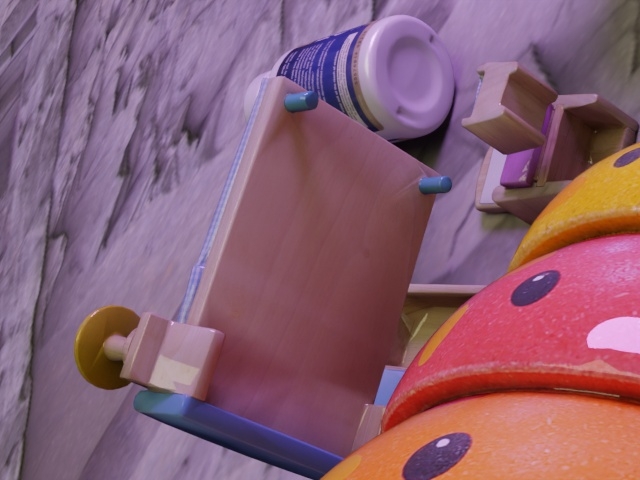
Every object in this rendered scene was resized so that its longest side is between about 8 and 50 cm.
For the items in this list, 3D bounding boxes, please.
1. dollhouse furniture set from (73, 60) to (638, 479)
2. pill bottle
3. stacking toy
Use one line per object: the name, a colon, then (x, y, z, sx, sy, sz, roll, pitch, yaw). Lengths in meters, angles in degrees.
dollhouse furniture set: (0.000, 0.000, 0.774, 0.198, 0.303, 0.286, -1, 68, 50)
pill bottle: (0.016, -0.117, 1.004, 0.169, 0.094, 0.094, -8, 63, 49)
stacking toy: (0.174, 0.070, 0.582, 0.351, 0.350, 0.480, -16, 39, 46)
